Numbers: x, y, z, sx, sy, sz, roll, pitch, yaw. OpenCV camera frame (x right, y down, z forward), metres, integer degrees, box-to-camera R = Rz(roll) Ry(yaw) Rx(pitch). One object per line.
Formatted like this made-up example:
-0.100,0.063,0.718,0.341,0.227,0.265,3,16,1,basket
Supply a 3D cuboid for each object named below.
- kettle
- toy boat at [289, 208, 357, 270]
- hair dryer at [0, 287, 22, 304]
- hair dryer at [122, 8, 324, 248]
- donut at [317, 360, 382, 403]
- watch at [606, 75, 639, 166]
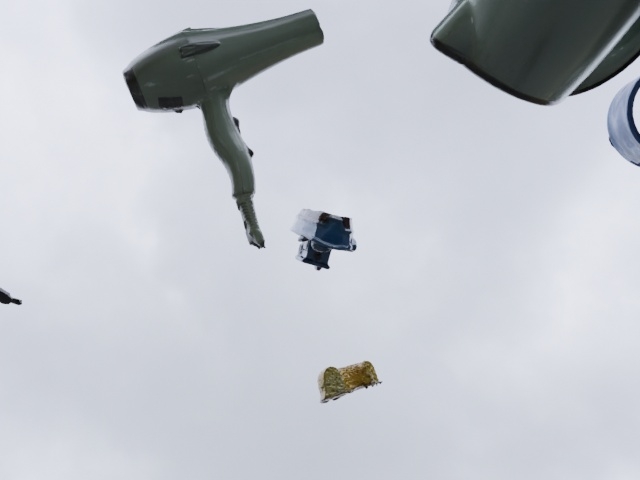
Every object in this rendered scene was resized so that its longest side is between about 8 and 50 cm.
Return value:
0.236,-0.236,0.699,0.221,0.161,0.236,9,-55,-31,kettle
0.000,0.000,1.277,0.100,0.223,0.097,14,-89,-11,toy boat
-0.328,0.057,0.753,0.079,0.031,0.083,-45,-44,10,hair dryer
-0.062,-0.152,0.887,0.229,0.092,0.267,-39,-100,-11,hair dryer
0.032,0.167,0.951,0.083,0.037,0.067,-18,-17,-9,donut
0.592,-0.194,1.324,0.200,0.171,0.196,5,-103,-1,watch
